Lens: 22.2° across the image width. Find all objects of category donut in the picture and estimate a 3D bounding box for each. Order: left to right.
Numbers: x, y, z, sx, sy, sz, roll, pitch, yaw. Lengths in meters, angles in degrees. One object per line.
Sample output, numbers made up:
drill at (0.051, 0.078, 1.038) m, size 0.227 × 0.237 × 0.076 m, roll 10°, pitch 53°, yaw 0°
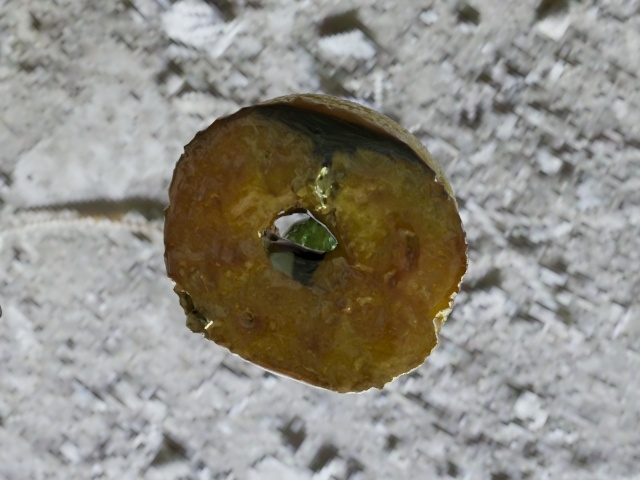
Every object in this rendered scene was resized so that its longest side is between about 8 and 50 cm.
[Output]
donut at (-0.003, 0.000, 1.305) m, size 0.253 × 0.118 × 0.253 m, roll 7°, pitch 109°, yaw 20°

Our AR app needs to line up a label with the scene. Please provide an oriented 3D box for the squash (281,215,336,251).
squash at (0.022, 0.052, 1.604) m, size 0.107 × 0.107 × 0.395 m, roll 22°, pitch 169°, yaw 13°

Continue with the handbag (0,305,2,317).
handbag at (-0.510, 0.158, 1.969) m, size 0.244 × 0.275 × 0.088 m, roll -42°, pitch 87°, yaw 9°
